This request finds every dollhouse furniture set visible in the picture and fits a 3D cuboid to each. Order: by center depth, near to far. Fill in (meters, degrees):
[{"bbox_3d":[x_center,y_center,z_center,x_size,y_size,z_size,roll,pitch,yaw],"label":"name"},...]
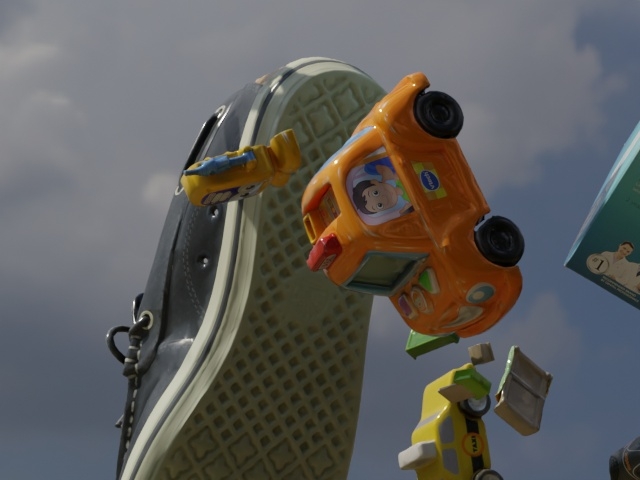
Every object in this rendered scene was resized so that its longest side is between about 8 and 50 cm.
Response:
[{"bbox_3d":[0.156,0.132,1.790,0.151,0.076,0.058,39,-41,-26],"label":"dollhouse furniture set"}]

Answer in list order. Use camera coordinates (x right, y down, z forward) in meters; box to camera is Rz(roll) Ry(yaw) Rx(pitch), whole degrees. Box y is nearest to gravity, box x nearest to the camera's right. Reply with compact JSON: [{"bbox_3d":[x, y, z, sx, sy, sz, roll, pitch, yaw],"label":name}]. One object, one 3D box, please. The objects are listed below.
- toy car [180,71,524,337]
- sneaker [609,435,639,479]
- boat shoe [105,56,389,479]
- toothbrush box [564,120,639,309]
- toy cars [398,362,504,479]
[{"bbox_3d":[0.000,0.000,0.431,0.040,0.060,0.122,-17,1,-25],"label":"toy car"},{"bbox_3d":[0.293,0.177,1.457,0.077,0.072,0.178,-28,-33,34],"label":"sneaker"},{"bbox_3d":[-0.069,0.097,1.447,0.186,0.500,0.156,16,-2,-32],"label":"boat shoe"},{"bbox_3d":[0.316,-0.105,1.306,0.126,0.216,0.295,30,-56,5],"label":"toothbrush box"},{"bbox_3d":[0.123,0.330,2.034,0.087,0.394,0.176,-1,23,-20],"label":"toy cars"}]
